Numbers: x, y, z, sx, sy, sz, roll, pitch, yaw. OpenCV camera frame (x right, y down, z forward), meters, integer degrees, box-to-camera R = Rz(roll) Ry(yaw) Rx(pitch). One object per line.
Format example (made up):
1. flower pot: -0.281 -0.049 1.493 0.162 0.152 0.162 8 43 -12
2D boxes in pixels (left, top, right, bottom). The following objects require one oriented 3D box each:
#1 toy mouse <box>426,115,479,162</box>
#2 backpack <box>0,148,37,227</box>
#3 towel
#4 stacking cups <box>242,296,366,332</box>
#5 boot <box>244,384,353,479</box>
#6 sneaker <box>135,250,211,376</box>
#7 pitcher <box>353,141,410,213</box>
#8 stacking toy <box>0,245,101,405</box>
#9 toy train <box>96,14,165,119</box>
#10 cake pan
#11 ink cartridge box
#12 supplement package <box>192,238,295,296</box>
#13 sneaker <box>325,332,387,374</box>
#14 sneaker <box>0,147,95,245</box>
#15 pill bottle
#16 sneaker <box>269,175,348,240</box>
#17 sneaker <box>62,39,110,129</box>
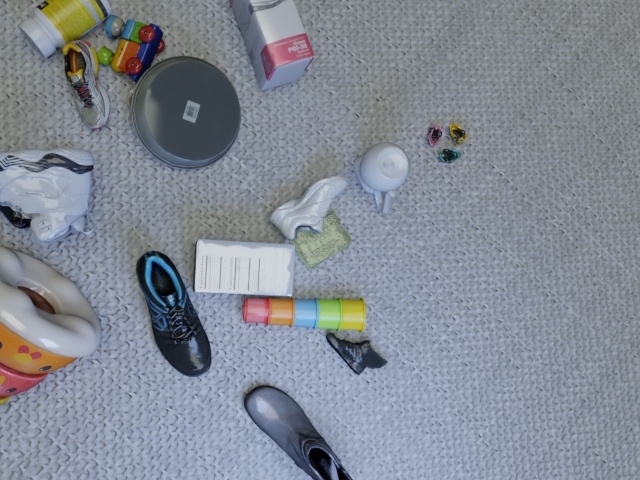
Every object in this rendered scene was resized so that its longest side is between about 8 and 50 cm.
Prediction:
1. toy mouse: 0.344 -0.270 2.094 0.161 0.031 0.143 42 78 -5
2. backpack: -0.713 -0.131 1.812 0.173 0.117 0.158 -42 94 -12
3. towel: 0.000 0.000 1.999 0.148 0.027 0.110 -32 91 -12
4. stacking cups: -0.042 0.193 1.938 0.316 0.096 0.096 2 85 -12
5. boot: -0.042 0.496 1.846 0.338 0.222 0.118 44 79 -5
6. sneaker: -0.370 0.187 1.846 0.125 0.139 0.341 -26 92 -15
7. pitcher: 0.167 -0.163 1.958 0.125 0.207 0.178 -19 91 -13
8. stacking toy: -0.774 0.283 1.712 0.350 0.350 0.480 41 97 -6
9. toy train: -0.510 -0.448 1.903 0.143 0.105 0.248 21 88 7
10. cake pan: -0.333 -0.327 1.901 0.293 0.054 0.293 -2 95 -26
11. ink cartridge box: -0.134 -0.561 1.927 0.117 0.207 0.283 -20 90 -14
12. supplement package: -0.198 0.071 1.893 0.244 0.139 0.134 4 86 -12
13. sneaker: 0.096 0.290 1.984 0.089 0.051 0.170 -42 99 -12
14. sneaker: -0.691 -0.091 1.681 0.365 0.137 0.210 -7 86 -20
15. pill bottle: -0.640 -0.558 1.864 0.208 0.119 0.119 -42 94 -13
16. sneaker: -0.012 -0.078 1.963 0.232 0.090 0.115 -35 76 -4
17. sneaker: -0.596 -0.387 1.857 0.088 0.093 0.225 -14 97 12
